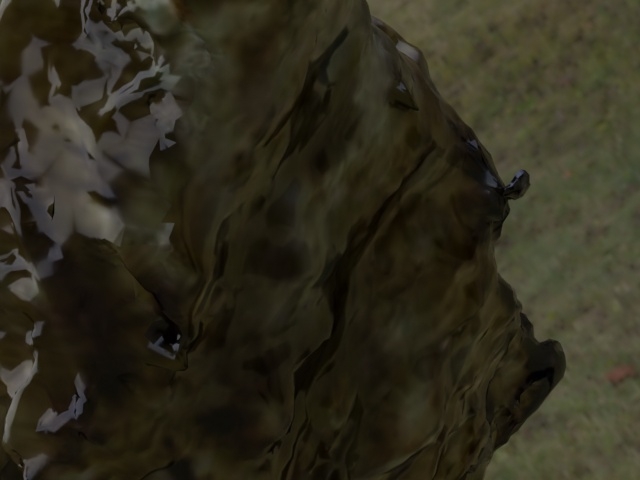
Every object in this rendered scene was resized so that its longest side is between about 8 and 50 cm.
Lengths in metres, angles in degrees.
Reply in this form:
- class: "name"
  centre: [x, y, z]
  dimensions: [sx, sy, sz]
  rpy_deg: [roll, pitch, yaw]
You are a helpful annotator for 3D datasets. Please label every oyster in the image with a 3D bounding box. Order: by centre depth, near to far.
- class: "oyster"
  centre: [-0.011, 0.016, 0.454]
  dimensions: [0.111, 0.396, 0.204]
  rpy_deg: [9, 66, 24]
